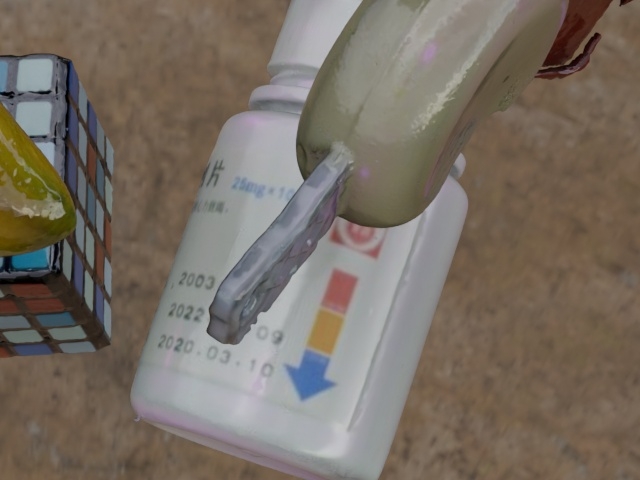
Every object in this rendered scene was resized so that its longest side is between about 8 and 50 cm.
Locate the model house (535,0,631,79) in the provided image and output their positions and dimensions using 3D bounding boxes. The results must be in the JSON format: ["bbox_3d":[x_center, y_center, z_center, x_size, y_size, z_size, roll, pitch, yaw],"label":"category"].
[{"bbox_3d":[0.128,-0.261,1.509,0.254,0.160,0.196,46,33,22],"label":"model house"}]

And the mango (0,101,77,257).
[{"bbox_3d":[-0.285,-0.090,1.088,0.317,0.176,0.119,36,48,-11],"label":"mango"}]

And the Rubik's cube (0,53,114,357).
[{"bbox_3d":[-0.260,-0.021,1.363,0.187,0.182,0.184,-1,68,5],"label":"Rubik's cube"}]

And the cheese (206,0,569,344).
[{"bbox_3d":[0.029,-0.057,0.934,0.082,0.163,0.286,33,65,13],"label":"cheese"}]

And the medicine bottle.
[{"bbox_3d":[0.000,0.000,1.155,0.170,0.170,0.293,19,82,2],"label":"medicine bottle"}]
